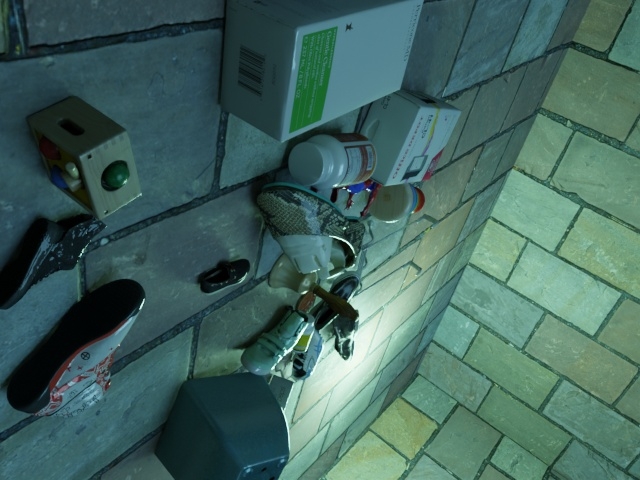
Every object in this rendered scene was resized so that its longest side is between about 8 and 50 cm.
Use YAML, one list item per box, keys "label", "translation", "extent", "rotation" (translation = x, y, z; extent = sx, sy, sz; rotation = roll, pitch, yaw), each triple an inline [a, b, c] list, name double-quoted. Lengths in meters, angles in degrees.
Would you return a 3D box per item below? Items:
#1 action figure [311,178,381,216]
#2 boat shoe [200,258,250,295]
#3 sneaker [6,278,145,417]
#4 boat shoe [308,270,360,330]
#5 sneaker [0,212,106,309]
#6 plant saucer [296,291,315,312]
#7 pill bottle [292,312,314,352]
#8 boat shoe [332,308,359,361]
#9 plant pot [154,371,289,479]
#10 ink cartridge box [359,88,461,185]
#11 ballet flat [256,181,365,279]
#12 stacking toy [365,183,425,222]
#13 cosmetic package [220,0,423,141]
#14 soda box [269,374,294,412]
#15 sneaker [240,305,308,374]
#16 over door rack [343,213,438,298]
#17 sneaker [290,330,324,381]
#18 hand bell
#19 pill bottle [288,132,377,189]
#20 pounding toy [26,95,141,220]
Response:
- label: "action figure"
  translation: [0.077, -0.111, 1.526]
  extent: [0.280, 0.091, 0.139]
  rotation: [-20, 130, -53]
- label: "boat shoe"
  translation: [-0.201, 0.072, 1.266]
  extent: [0.133, 0.049, 0.042]
  rotation: [-29, 152, -40]
- label: "sneaker"
  translation: [-0.388, 0.189, 1.006]
  extent: [0.270, 0.090, 0.145]
  rotation: [-48, 156, -12]
- label: "boat shoe"
  translation: [0.050, 0.190, 1.804]
  extent: [0.078, 0.070, 0.219]
  rotation: [32, 105, -24]
- label: "sneaker"
  translation: [-0.390, 0.030, 0.845]
  extent: [0.170, 0.051, 0.089]
  rotation: [-60, 152, -2]
- label: "plant saucer"
  translation: [-0.044, 0.183, 1.754]
  extent: [0.083, 0.013, 0.083]
  rotation: [-43, 153, -28]
- label: "pill bottle"
  translation: [-0.056, 0.281, 1.791]
  extent: [0.065, 0.065, 0.116]
  rotation: [-26, 142, -50]
- label: "boat shoe"
  translation: [0.082, 0.340, 2.127]
  extent: [0.335, 0.095, 0.112]
  rotation: [93, 1, -55]
- label: "plant pot"
  translation: [-0.219, 0.509, 1.454]
  extent: [0.247, 0.252, 0.248]
  rotation: [5, 117, -44]
- label: "ink cartridge box"
  translation: [0.230, -0.275, 1.566]
  extent: [0.306, 0.131, 0.226]
  rotation: [-18, 135, -57]
- label: "ballet flat"
  translation: [0.000, 0.000, 1.386]
  extent: [0.483, 0.164, 0.182]
  rotation: [22, 66, -68]
- label: "stacking toy"
  translation: [0.250, -0.132, 1.808]
  extent: [0.141, 0.141, 0.330]
  rotation: [-63, 162, 14]
- label: "cosmetic package"
  translation: [0.008, -0.336, 1.030]
  extent: [0.365, 0.155, 0.197]
  rotation: [-33, 146, -41]
- label: "soda box"
  translation: [-0.145, 0.510, 1.793]
  extent: [0.216, 0.074, 0.069]
  rotation: [-66, 176, -64]
- label: "sneaker"
  translation: [-0.120, 0.263, 1.604]
  extent: [0.151, 0.094, 0.256]
  rotation: [-60, 167, 21]
- label: "over door rack"
  translation: [0.202, 0.042, 1.901]
  extent: [0.324, 0.108, 0.239]
  rotation: [-17, 138, -26]
- label: "sneaker"
  translation: [-0.047, 0.370, 1.895]
  extent: [0.086, 0.085, 0.237]
  rotation: [-39, 150, -45]
- label: "hand bell"
  translation: [0.000, 0.129, 1.485]
  extent: [0.126, 0.242, 0.126]
  rotation: [-44, 153, -29]
- label: "pill bottle"
  translation: [0.027, -0.177, 1.306]
  extent: [0.216, 0.121, 0.121]
  rotation: [-17, 135, -55]
- label: "pounding toy"
  translation: [-0.301, -0.099, 0.742]
  extent: [0.100, 0.141, 0.130]
  rotation: [-40, 151, -33]
